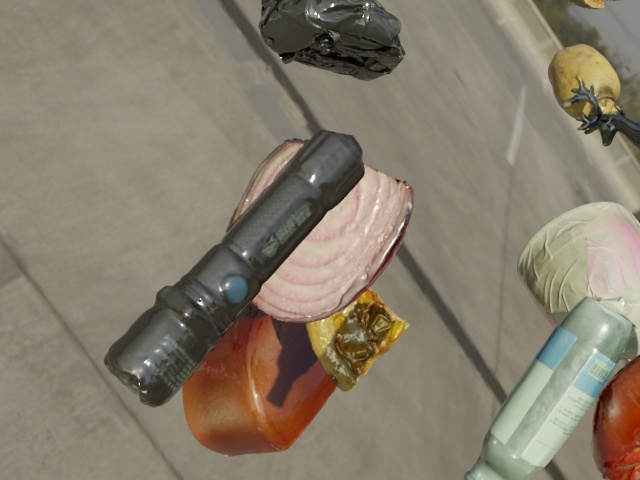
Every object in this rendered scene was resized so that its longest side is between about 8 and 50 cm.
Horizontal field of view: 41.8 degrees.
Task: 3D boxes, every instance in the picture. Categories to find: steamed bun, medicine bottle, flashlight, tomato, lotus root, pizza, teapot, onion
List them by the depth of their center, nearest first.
[{"bbox_3d":[0.166,0.140,0.649,0.054,0.208,0.090,36,5,22],"label":"medicine bottle"},{"bbox_3d":[0.336,0.136,0.751,0.228,0.228,0.101,29,31,-52],"label":"tomato"},{"bbox_3d":[-0.094,0.026,1.051,0.103,0.424,0.103,38,-18,14],"label":"flashlight"},{"bbox_3d":[0.355,0.079,1.064,0.221,0.163,0.178,74,-3,-49],"label":"teapot"},{"bbox_3d":[0.000,0.000,1.183,0.250,0.247,0.111,27,-1,27],"label":"onion"},{"bbox_3d":[0.059,0.136,1.274,0.062,0.161,0.182,172,-87,-80],"label":"pizza"},{"bbox_3d":[-0.116,0.235,1.685,0.379,0.235,0.248,-47,115,-51],"label":"steamed bun"},{"bbox_3d":[0.556,-0.322,1.755,0.118,0.125,0.220,1,52,-29],"label":"lotus root"}]

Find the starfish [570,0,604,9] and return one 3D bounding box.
[{"bbox_3d":[0.309,-0.384,1.129,0.240,0.043,0.227,31,-6,39],"label":"starfish"}]

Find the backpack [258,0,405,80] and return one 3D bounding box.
[{"bbox_3d":[0.029,-0.355,1.442,0.258,0.206,0.133,15,73,-33],"label":"backpack"}]

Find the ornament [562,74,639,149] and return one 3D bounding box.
[{"bbox_3d":[0.594,-0.268,1.611,0.236,0.202,0.080,27,10,26],"label":"ornament"}]
